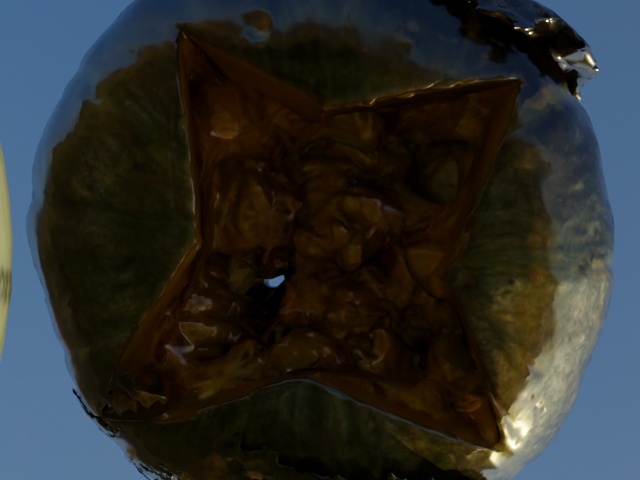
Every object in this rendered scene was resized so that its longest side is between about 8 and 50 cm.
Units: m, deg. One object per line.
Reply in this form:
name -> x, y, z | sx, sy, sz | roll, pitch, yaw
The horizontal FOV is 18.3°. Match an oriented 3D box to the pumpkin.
pumpkin -> 0.000, 0.000, 1.036 | 0.320, 0.192, 0.320 | 0, -87, -1

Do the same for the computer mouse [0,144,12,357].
computer mouse -> -0.108, 0.009, 0.402 | 0.079, 0.128, 0.231 | 6, -2, -16
